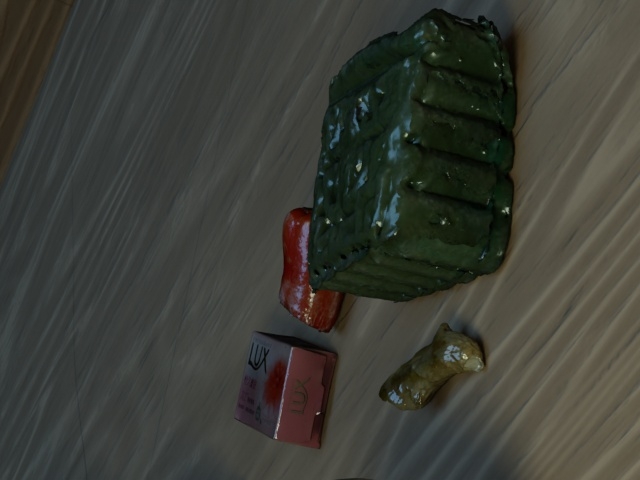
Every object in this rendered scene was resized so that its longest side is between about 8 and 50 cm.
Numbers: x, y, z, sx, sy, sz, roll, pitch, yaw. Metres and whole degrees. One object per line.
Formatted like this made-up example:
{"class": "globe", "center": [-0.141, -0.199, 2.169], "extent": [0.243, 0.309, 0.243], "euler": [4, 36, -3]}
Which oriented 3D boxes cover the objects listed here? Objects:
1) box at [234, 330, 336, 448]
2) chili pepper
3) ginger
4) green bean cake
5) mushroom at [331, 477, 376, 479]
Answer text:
{"class": "box", "center": [-0.040, 0.164, 1.864], "extent": [0.156, 0.060, 0.111], "euler": [-172, 94, -68]}
{"class": "chili pepper", "center": [0.000, 0.000, 1.814], "extent": [0.086, 0.084, 0.192], "euler": [19, 101, 35]}
{"class": "ginger", "center": [0.105, 0.120, 1.548], "extent": [0.137, 0.044, 0.057], "euler": [-43, 11, 47]}
{"class": "green bean cake", "center": [0.082, -0.078, 1.591], "extent": [0.241, 0.132, 0.255], "euler": [154, 124, -68]}
{"class": "mushroom", "center": [0.062, 0.294, 1.358], "extent": [0.184, 0.255, 0.255], "euler": [-50, 10, -25]}
